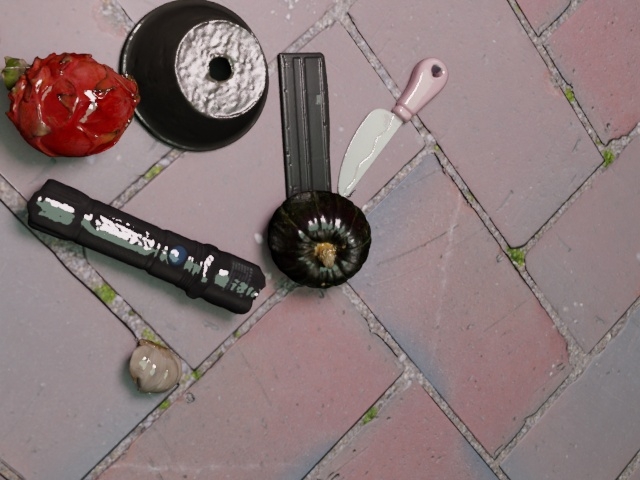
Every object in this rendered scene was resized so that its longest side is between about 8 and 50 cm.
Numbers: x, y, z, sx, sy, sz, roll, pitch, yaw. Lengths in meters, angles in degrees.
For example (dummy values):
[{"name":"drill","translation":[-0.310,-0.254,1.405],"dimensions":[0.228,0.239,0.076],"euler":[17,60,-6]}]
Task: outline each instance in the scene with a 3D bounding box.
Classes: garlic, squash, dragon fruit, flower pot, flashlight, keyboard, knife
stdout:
[{"name":"garlic","translation":[-0.294,0.231,1.368],"dimensions":[0.113,0.074,0.094],"euler":[29,75,-39]},{"name":"squash","translation":[-0.001,-0.003,1.423],"dimensions":[0.193,0.156,0.193],"euler":[0,93,1]},{"name":"dragon fruit","translation":[-0.393,-0.213,1.213],"dimensions":[0.210,0.172,0.172],"euler":[5,95,-13]},{"name":"flower pot","translation":[-0.190,-0.284,1.297],"dimensions":[0.269,0.166,0.268],"euler":[-2,96,-22]},{"name":"flashlight","translation":[-0.294,0.011,1.328],"dimensions":[0.424,0.103,0.103],"euler":[26,86,-23]},{"name":"keyboard","translation":[-0.030,-0.267,1.442],"dimensions":[0.104,0.041,0.380],"euler":[-7,106,-23]},{"name":"knife","translation":[0.131,-0.229,1.512],"dimensions":[0.081,0.043,0.336],"euler":[42,82,-17]}]
